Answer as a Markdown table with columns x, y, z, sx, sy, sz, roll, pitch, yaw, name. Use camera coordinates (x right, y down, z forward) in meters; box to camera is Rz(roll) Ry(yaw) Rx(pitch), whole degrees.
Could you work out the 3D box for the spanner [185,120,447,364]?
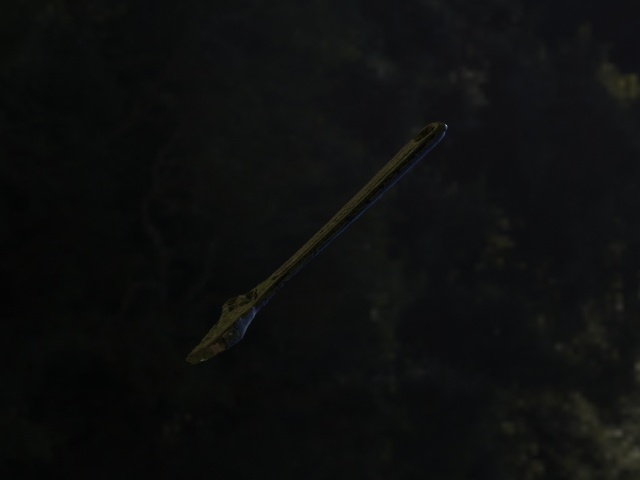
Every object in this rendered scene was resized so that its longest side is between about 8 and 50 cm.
| x | y | z | sx | sy | sz | roll | pitch | yaw | name |
| --- | --- | --- | --- | --- | --- | --- | --- | --- | --- |
| 0.000 | 0.000 | 1.030 | 0.012 | 0.208 | 0.046 | 51 | -17 | -14 | spanner |
